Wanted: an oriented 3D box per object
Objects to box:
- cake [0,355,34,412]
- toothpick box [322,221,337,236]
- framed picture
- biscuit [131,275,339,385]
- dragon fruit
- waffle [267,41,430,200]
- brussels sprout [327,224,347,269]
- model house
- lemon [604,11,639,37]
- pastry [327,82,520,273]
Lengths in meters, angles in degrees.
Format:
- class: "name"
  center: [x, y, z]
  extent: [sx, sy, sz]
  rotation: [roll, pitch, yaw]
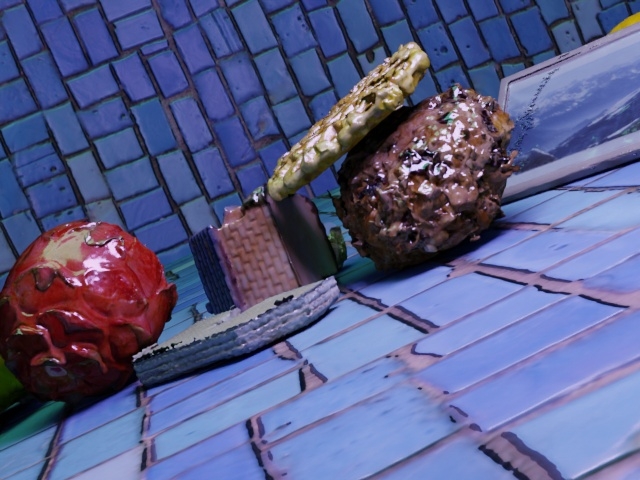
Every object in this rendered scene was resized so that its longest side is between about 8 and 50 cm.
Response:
- class: "cake"
  center: [-0.523, 0.211, 1.549]
  extent: [0.179, 0.156, 0.260]
  rotation: [-39, -3, 14]
- class: "toothpick box"
  center: [0.000, 0.000, 1.840]
  extent: [0.052, 0.052, 0.083]
  rotation: [-21, 5, 25]
- class: "framed picture"
  center: [0.380, -0.190, 1.450]
  extent: [0.335, 0.022, 0.247]
  rotation: [-19, 45, 42]
- class: "biscuit"
  center: [-0.104, 0.110, 1.273]
  extent: [0.250, 0.046, 0.147]
  rotation: [-21, 5, 33]
- class: "dragon fruit"
  center: [-0.318, 0.095, 1.380]
  extent: [0.241, 0.252, 0.241]
  rotation: [8, -11, 1]
- class: "waffle"
  center: [0.039, -0.159, 1.360]
  extent: [0.291, 0.051, 0.291]
  rotation: [-43, 8, 7]
- class: "brussels sprout"
  center: [0.007, 0.026, 1.562]
  extent: [0.085, 0.058, 0.085]
  rotation: [-32, -15, -10]
- class: "model house"
  center: [-0.090, 0.028, 1.456]
  extent: [0.172, 0.166, 0.183]
  rotation: [-26, -7, 20]
- class: "lemon"
  center: [0.507, -0.263, 1.540]
  extent: [0.193, 0.180, 0.180]
  rotation: [-53, -5, 21]
- class: "pastry"
  center: [0.147, -0.068, 1.322]
  extent: [0.275, 0.193, 0.275]
  rotation: [-28, 27, 16]
